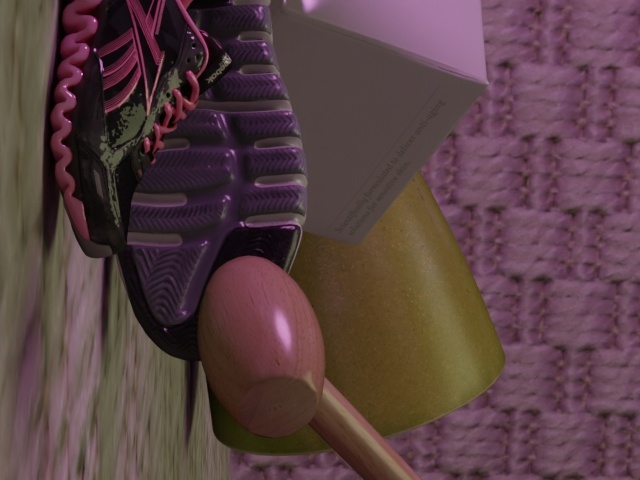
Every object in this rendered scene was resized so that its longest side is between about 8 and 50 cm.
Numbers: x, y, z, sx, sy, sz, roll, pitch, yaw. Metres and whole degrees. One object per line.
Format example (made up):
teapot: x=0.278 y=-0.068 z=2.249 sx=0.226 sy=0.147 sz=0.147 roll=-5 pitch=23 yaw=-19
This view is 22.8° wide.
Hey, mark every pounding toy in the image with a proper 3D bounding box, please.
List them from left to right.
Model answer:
pounding toy: x=-0.012 y=0.155 z=0.486 sx=0.154 sy=0.154 sz=0.270 roll=-102 pitch=-167 yaw=-64

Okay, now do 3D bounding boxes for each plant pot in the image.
plant pot: x=0.000 y=0.000 z=1.414 sx=0.275 sy=0.274 sz=0.294 roll=-95 pitch=171 yaw=-77

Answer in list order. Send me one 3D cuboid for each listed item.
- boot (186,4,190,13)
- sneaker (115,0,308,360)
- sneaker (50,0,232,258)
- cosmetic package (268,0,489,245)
boot: x=-0.067 y=-0.150 z=0.634 sx=0.121 sy=0.045 sz=0.099 roll=94 pitch=0 yaw=-50
sneaker: x=-0.052 y=-0.042 z=0.755 sx=0.132 sy=0.086 sz=0.229 roll=103 pitch=-12 yaw=-70
sneaker: x=-0.058 y=-0.051 z=0.525 sx=0.047 sy=0.057 sz=0.119 roll=102 pitch=-10 yaw=-72
cosmetic package: x=0.000 y=-0.206 z=1.127 sx=0.197 sy=0.155 sz=0.366 roll=129 pitch=-31 yaw=-47
